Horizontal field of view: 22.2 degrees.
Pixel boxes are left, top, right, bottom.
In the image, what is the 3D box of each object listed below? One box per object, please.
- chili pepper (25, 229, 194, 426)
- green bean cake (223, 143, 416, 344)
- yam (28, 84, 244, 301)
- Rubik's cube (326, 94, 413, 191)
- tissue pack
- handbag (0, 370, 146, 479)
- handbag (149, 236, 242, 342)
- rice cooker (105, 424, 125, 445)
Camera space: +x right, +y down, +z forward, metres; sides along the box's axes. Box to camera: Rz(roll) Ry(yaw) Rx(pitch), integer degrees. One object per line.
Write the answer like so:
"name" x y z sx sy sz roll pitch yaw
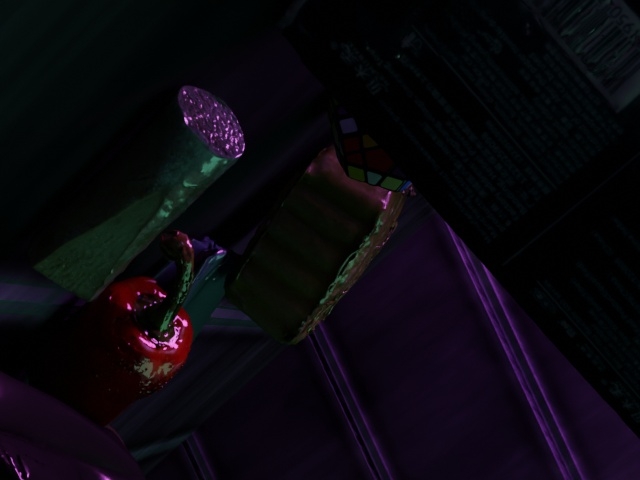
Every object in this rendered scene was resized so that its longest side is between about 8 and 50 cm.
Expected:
"chili pepper" -0.214 0.126 1.511 0.387 0.110 0.110 -41 175 38
"green bean cake" 0.000 0.000 1.750 0.214 0.113 0.200 -55 175 9
"yam" -0.129 -0.031 1.133 0.169 0.068 0.068 -44 173 18
"Rubik's cube" 0.067 -0.110 1.526 0.133 0.112 0.133 -41 173 -6
"tissue pack" 0.217 -0.097 1.115 0.253 0.416 0.264 -34 171 -48
"handbag" -0.320 0.244 1.360 0.288 0.152 0.342 -28 155 7
"handbag" -0.146 0.059 1.703 0.144 0.057 0.221 -48 172 3
"rice cooker" -0.309 0.275 1.825 0.206 0.145 0.127 -35 160 -21
